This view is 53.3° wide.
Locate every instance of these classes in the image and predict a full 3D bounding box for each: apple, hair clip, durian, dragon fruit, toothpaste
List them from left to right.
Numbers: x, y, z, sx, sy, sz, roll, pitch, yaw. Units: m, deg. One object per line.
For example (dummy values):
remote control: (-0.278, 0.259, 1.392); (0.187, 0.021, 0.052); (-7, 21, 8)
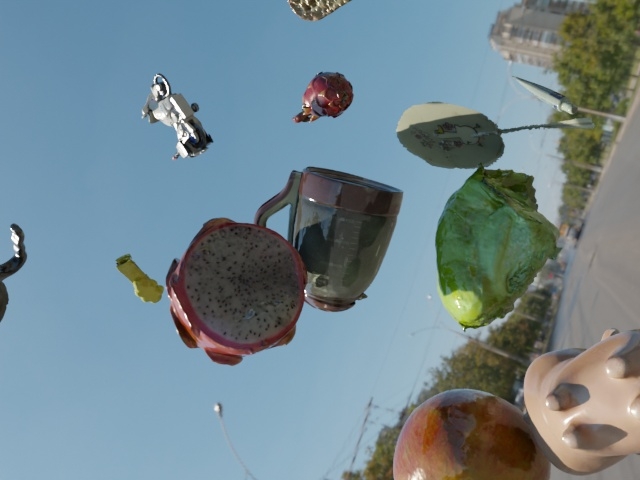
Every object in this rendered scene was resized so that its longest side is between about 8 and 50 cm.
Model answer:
hair clip: (-0.485, 0.110, 1.733); (0.046, 0.072, 0.173); (-111, -5, -53)
dragon fruit: (-0.176, 0.117, 1.303); (0.290, 0.290, 0.189); (-59, 1, -28)
dragon fruit: (-0.002, -0.289, 1.299); (0.094, 0.190, 0.094); (3, -96, -32)
apple: (0.277, 0.425, 1.202); (0.301, 0.301, 0.301); (-50, -29, -42)
durian: (0.335, 0.008, 1.268); (0.340, 0.204, 0.256); (-55, 22, 5)
toothpaste: (0.554, -0.360, 1.576); (0.062, 0.216, 0.037); (25, -72, -36)

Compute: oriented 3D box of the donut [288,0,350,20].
donut: (-0.003, -0.436, 0.994); (0.186, 0.126, 0.144); (56, -152, -11)

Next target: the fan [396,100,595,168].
fan: (0.335, -0.215, 1.292); (0.233, 0.414, 0.012); (39, -119, -41)

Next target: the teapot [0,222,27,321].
teapot: (-0.816, 0.092, 1.435); (0.285, 0.223, 0.305); (100, -175, -70)

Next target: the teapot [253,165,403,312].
teapot: (0.000, 0.000, 1.443); (0.233, 0.315, 0.312); (-79, 2, -80)

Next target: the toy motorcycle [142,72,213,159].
toy motorcycle: (-0.365, -0.303, 1.610); (0.102, 0.221, 0.150); (-36, 2, -37)

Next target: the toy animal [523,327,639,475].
toy animal: (0.460, 0.249, 1.014); (0.269, 0.326, 0.237); (4, -118, -37)
